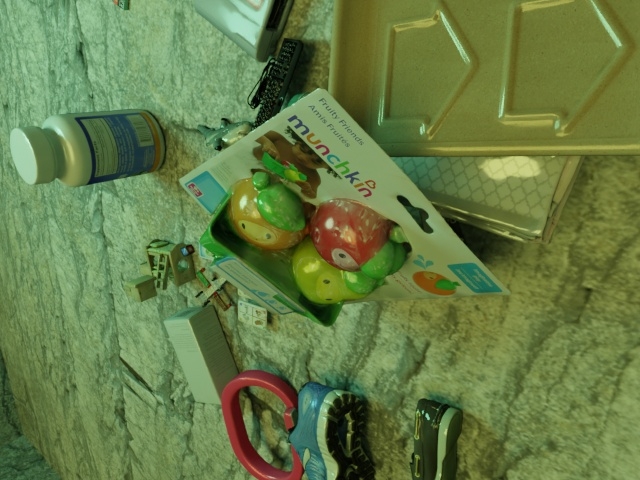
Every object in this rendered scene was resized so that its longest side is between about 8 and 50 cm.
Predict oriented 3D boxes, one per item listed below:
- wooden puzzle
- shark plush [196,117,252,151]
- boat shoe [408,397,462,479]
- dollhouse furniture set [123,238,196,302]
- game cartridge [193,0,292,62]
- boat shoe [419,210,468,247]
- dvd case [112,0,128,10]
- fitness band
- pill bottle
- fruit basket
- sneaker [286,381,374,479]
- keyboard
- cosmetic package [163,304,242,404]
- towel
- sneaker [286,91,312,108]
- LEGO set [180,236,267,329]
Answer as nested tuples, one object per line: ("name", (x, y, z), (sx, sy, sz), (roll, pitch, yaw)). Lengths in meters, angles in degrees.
("wooden puzzle", (0.185, -0.243, 0.452), (0.348, 0.081, 0.321), (6, 95, 27))
("shark plush", (-0.188, -0.209, 0.889), (0.161, 0.073, 0.067), (27, 104, 53))
("boat shoe", (0.190, 0.378, 0.775), (0.069, 0.081, 0.227), (15, 109, 38))
("dollhouse furniture set", (-0.432, 0.061, 1.099), (0.182, 0.161, 0.101), (7, 111, 36))
("game cartridge", (-0.107, -0.463, 0.704), (0.196, 0.060, 0.294), (45, 129, 22))
("boat shoe", (0.175, -0.047, 0.625), (0.076, 0.080, 0.228), (-12, 88, 13))
("dvd case", (-0.447, -0.562, 0.967), (0.119, 0.013, 0.087), (39, 127, 20))
("fitness band", (-0.126, 0.436, 1.046), (0.209, 0.054, 0.290), (-2, 106, 29))
("pill bottle", (-0.494, -0.198, 0.972), (0.152, 0.272, 0.152), (16, 116, 35))
("fruit basket", (0.000, 0.000, 0.580), (0.327, 0.165, 0.353), (42, 155, -25))
("sneaker", (0.016, 0.431, 0.925), (0.147, 0.130, 0.329), (16, 114, 50))
("keyboard", (-0.091, -0.238, 0.739), (0.100, 0.038, 0.191), (45, 115, 56))
("cosmetic package", (-0.290, 0.284, 1.124), (0.118, 0.086, 0.230), (-11, 102, 41))
("towel", (0.155, -0.189, 0.542), (0.332, 0.053, 0.316), (21, 101, 30))
("sneaker", (-0.065, -0.106, 0.770), (0.121, 0.108, 0.301), (25, 123, 25))
("LEGO set", (-0.209, 0.081, 1.016), (0.245, 0.060, 0.182), (13, 111, 26))
